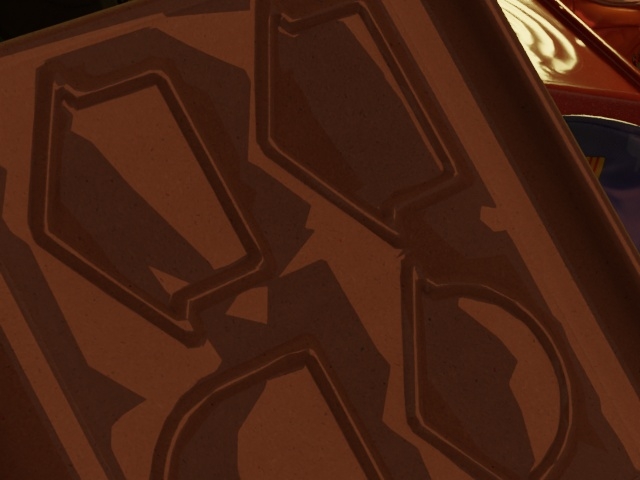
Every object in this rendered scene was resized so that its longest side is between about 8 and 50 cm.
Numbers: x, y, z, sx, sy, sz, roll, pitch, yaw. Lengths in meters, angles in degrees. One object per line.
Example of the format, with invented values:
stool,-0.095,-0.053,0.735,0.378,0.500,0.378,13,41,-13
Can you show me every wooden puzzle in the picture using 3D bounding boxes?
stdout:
wooden puzzle,-0.016,0.035,0.836,0.348,0.080,0.322,-25,83,-30

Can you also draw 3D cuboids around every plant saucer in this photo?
plant saucer,0.111,-0.139,1.229,0.259,0.047,0.258,4,35,-42

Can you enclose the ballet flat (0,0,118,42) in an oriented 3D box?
ballet flat,-0.199,-0.204,1.029,0.280,0.096,0.095,45,41,-9

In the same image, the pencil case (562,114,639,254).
pencil case,0.151,0.082,1.051,0.133,0.119,0.306,13,78,-11

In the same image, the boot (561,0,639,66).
boot,0.239,-0.155,1.435,0.158,0.059,0.084,3,63,-32

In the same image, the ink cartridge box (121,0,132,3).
ink cartridge box,-0.125,-0.205,1.149,0.063,0.029,0.115,-27,82,-49
